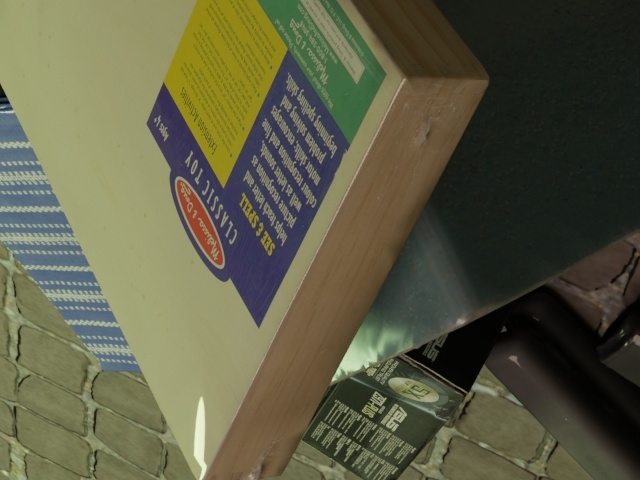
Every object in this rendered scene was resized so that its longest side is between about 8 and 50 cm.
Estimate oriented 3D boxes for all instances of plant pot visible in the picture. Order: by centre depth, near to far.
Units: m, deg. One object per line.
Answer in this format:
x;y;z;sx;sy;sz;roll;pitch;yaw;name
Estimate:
0.043;-0.076;1.099;0.247;0.248;0.252;-30;85;53;plant pot

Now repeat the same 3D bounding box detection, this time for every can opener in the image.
0.212;0.158;1.417;0.283;0.076;0.095;45;144;-18;can opener

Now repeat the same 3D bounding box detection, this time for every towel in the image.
-0.166;-0.007;1.556;0.243;0.040;0.336;0;138;37;towel

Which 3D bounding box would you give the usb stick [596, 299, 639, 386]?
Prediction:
0.317;0.132;1.325;0.278;0.045;0.077;34;146;-3;usb stick

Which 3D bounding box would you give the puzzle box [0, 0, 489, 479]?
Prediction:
-0.076;-0.108;1.024;0.409;0.052;0.272;59;136;37;puzzle box

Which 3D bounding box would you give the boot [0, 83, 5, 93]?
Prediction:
-0.139;-0.137;1.304;0.229;0.091;0.263;30;145;3;boot

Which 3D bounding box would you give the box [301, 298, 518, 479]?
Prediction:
0.072;0.071;1.352;0.077;0.147;0.180;32;146;1;box
